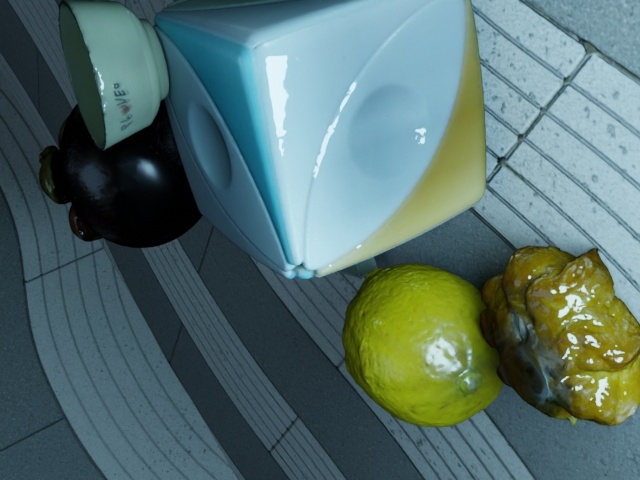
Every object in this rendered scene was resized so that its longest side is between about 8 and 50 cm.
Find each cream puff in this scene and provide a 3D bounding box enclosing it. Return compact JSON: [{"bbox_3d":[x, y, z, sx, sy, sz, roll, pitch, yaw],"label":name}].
[{"bbox_3d":[0.319,0.129,1.291,0.269,0.155,0.241,52,153,27],"label":"cream puff"}]

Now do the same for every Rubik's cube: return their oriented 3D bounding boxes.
[{"bbox_3d":[-0.001,-0.186,1.370,0.351,0.347,0.352,33,139,53],"label":"Rubik's cube"}]

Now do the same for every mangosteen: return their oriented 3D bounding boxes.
[{"bbox_3d":[-0.452,-0.162,2.215,0.382,0.435,0.381,-15,-90,-72],"label":"mangosteen"}]

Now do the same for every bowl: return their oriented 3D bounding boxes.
[{"bbox_3d":[-0.282,-0.240,1.358,0.211,0.112,0.211,50,151,42],"label":"bowl"}]

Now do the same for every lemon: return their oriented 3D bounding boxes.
[{"bbox_3d":[0.159,0.159,1.530,0.320,0.245,0.245,38,146,60],"label":"lemon"}]

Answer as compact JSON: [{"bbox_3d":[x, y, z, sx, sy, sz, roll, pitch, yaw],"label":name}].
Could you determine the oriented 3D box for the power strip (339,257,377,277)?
[{"bbox_3d":[0.000,0.000,1.900,0.367,0.043,0.106,12,125,65],"label":"power strip"}]
